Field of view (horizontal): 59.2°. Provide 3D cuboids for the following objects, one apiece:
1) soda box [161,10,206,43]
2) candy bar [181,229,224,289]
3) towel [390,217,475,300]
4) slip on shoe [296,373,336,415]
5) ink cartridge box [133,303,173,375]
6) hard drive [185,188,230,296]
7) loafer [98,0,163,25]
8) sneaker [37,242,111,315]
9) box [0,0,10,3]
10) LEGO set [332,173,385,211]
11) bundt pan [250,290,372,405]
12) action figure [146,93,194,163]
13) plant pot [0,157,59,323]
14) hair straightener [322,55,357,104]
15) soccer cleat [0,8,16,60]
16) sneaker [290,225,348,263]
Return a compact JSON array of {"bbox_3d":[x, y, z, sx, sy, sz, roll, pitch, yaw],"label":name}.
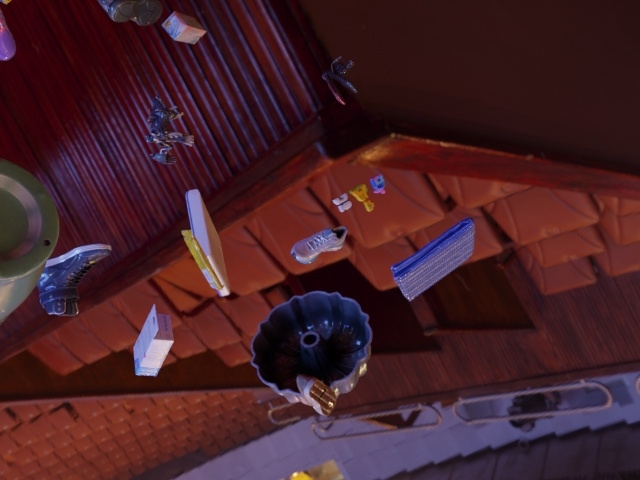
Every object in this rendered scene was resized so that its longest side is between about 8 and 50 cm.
[{"bbox_3d":[-0.414,-0.648,1.721,0.063,0.058,0.183,-39,-173,15],"label":"soda box"},{"bbox_3d":[-0.259,0.045,1.241,0.040,0.161,0.018,-1,-146,43],"label":"candy bar"},{"bbox_3d":[0.306,0.056,1.505,0.243,0.040,0.336,-35,159,2],"label":"towel"},{"bbox_3d":[-0.009,0.299,1.096,0.041,0.135,0.051,22,-111,35],"label":"slip on shoe"},{"bbox_3d":[-0.457,0.275,1.560,0.062,0.104,0.181,14,121,-31],"label":"ink cartridge box"},{"bbox_3d":[-0.329,0.017,1.664,0.040,0.210,0.318,-13,157,-5],"label":"hard drive"},{"bbox_3d":[-0.567,-0.709,1.687,0.096,0.084,0.267,-49,-178,22],"label":"loafer"},{"bbox_3d":[-0.638,0.109,1.481,0.226,0.163,0.086,-21,165,8],"label":"sneaker"},{"bbox_3d":[-0.778,-0.611,1.292,0.054,0.169,0.059,-57,168,-21],"label":"box"},{"bbox_3d":[0.169,-0.158,2.037,0.227,0.093,0.087,-30,-171,-23],"label":"LEGO set"},{"bbox_3d":[-0.012,0.297,1.507,0.331,0.124,0.330,-11,-137,10],"label":"bundt pan"},{"bbox_3d":[-0.504,-0.375,1.871,0.141,0.164,0.275,-10,161,-24],"label":"action figure"},{"bbox_3d":[-0.528,0.006,0.825,0.255,0.271,0.272,-21,-175,38],"label":"plant pot"},{"bbox_3d":[0.058,-0.421,1.449,0.089,0.047,0.230,-41,-153,14],"label":"hair straightener"},{"bbox_3d":[-0.869,-0.607,1.429,0.116,0.318,0.108,9,-135,28],"label":"soccer cleat"},{"bbox_3d":[0.000,0.000,1.557,0.191,0.071,0.083,-25,160,-37],"label":"sneaker"}]
